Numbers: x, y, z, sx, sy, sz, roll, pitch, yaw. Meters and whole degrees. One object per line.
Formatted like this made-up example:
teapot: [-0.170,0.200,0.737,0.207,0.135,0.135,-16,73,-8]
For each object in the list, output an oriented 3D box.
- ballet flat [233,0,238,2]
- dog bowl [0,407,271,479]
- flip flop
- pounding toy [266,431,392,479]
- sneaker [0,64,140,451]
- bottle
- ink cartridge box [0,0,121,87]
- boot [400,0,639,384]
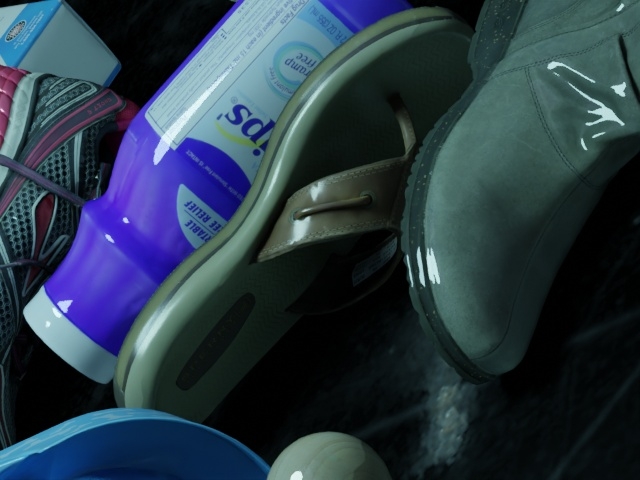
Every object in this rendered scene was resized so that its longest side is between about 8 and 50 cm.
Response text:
ballet flat: [0.054,-0.290,1.316,0.348,0.123,0.123,-48,28,6]
dog bowl: [-0.148,0.180,0.928,0.297,0.166,0.074,-24,15,-4]
flip flop: [0.000,0.000,1.054,0.080,0.112,0.277,35,83,36]
pounding toy: [0.020,0.202,0.750,0.183,0.110,0.237,-31,58,-28]
sneaker: [-0.189,0.014,1.294,0.121,0.112,0.299,101,177,-62]
bottle: [-0.055,-0.042,1.149,0.283,0.118,0.092,-47,29,4]
ink cartridge box: [-0.265,-0.105,1.539,0.191,0.082,0.139,-1,51,49]
boot: [0.136,-0.055,0.940,0.161,0.083,0.246,-14,46,40]
